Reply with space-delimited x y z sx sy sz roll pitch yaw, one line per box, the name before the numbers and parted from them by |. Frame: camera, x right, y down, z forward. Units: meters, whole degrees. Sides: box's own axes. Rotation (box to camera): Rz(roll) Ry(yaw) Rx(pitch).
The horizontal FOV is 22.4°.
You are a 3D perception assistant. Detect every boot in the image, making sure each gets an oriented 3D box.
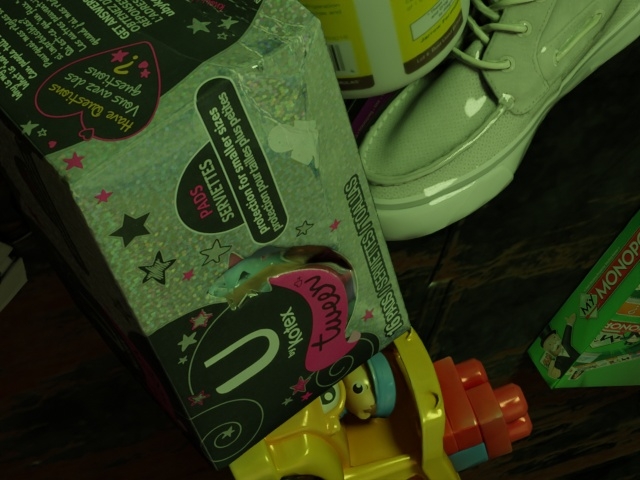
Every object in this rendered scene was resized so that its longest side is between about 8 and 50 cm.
boot | 0.094 -0.121 0.893 0.258 0.095 0.123 -46 143 -26

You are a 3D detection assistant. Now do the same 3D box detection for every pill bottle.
pill bottle | 0.003 -0.173 0.766 0.117 0.117 0.215 -27 146 -6

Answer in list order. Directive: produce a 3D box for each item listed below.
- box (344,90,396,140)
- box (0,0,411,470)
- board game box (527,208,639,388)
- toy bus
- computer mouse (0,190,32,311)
box | 0.073 -0.082 1.013 0.162 0.029 0.116 5 132 -39
box | -0.072 -0.027 0.821 0.142 0.163 0.247 -36 143 -12
board game box | 0.348 0.036 1.357 0.317 0.046 0.213 2 134 -40
toy bus | 0.034 0.128 1.112 0.211 0.149 0.220 -21 144 4
computer mouse | -0.204 0.032 0.931 0.193 0.042 0.106 -32 147 1
